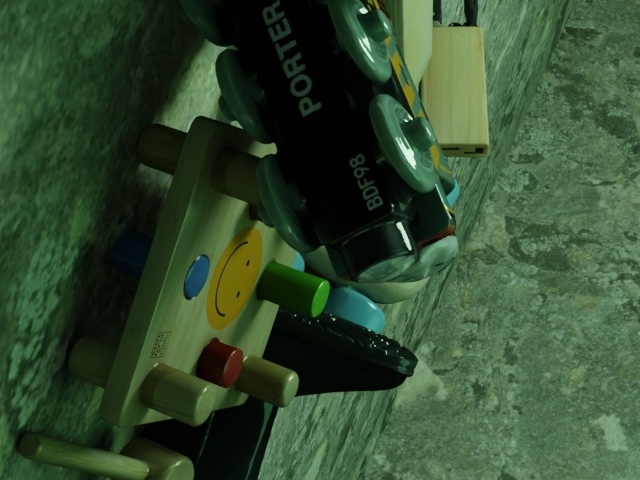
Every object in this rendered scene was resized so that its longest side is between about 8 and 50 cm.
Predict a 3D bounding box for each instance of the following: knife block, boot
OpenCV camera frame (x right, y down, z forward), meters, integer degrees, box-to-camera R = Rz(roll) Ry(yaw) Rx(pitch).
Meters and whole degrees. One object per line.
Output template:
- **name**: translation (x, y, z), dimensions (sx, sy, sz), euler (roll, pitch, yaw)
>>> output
- **knife block**: translation (0.180, -0.245, 1.710), dimensions (0.276, 0.088, 0.242), euler (-74, 163, -79)
- **boot**: translation (-0.046, 0.168, 1.239), dimensions (0.094, 0.246, 0.207), euler (-37, 144, -82)

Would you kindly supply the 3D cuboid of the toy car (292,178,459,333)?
- **toy car**: translation (0.000, 0.000, 1.411), dimensions (0.219, 0.210, 0.238), euler (-60, -167, -22)

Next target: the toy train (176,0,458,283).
- **toy train**: translation (0.010, -0.119, 0.944), dimensions (0.142, 0.334, 0.190), euler (-28, 163, 19)

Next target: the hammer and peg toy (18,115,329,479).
- **hammer and peg toy**: translation (-0.101, 0.081, 1.064), dimensions (0.266, 0.127, 0.361), euler (10, 100, -70)

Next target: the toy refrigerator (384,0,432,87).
- **toy refrigerator**: translation (0.058, -0.250, 1.336), dimensions (0.269, 0.102, 0.094), euler (81, 32, -66)
